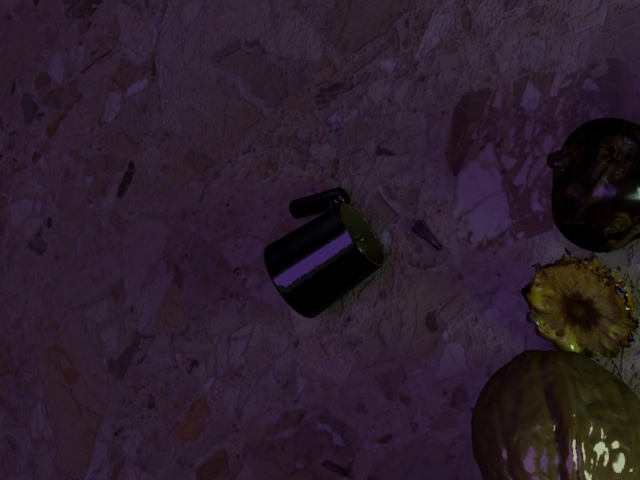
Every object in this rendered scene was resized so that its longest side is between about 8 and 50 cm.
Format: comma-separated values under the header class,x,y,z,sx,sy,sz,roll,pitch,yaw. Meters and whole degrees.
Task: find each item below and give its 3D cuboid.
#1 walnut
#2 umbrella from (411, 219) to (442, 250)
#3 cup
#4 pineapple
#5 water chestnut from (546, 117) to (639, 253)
class,x,y,z,sx,sy,sz,roll,pitch,yaw
walnut,0.388,0.328,1.726,0.252,0.277,0.313,-50,29,37
umbrella,0.198,-0.010,2.013,0.083,0.020,0.031,45,109,18
cup,-0.006,0.002,2.047,0.177,0.166,0.239,-34,73,20
pineapple,0.444,0.105,1.802,0.225,0.076,0.224,21,130,27
water chestnut,0.490,-0.083,1.752,0.238,0.223,0.223,32,108,-17
